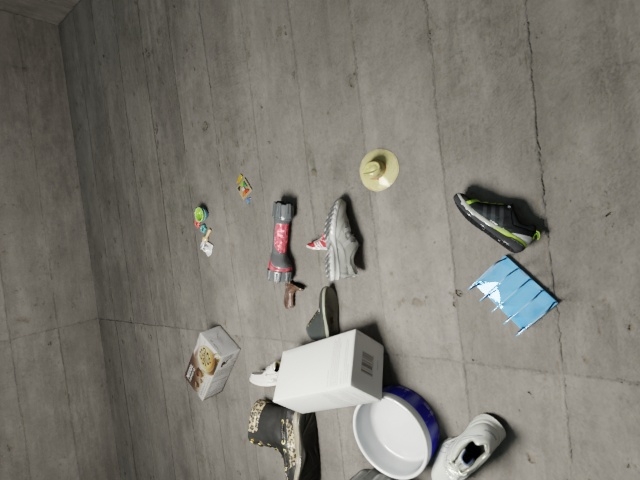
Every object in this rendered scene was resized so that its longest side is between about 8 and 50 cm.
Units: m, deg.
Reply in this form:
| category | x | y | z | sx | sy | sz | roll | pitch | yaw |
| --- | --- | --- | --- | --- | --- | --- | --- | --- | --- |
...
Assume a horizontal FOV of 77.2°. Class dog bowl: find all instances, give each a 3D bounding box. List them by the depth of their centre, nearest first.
| category | x | y | z | sx | sy | sz | roll | pitch | yaw |
| --- | --- | --- | --- | --- | --- | --- | --- | --- | --- |
| dog bowl | 0.240 | 0.609 | 1.290 | 0.265 | 0.104 | 0.264 | 5 | 99 | 38 |

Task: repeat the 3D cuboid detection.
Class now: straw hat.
| category | x | y | z | sx | sy | sz | roll | pitch | yaw |
| --- | --- | --- | --- | --- | --- | --- | --- | --- | --- |
| straw hat | 0.169 | -0.225 | 1.268 | 0.145 | 0.061 | 0.144 | 6 | 100 | 37 |

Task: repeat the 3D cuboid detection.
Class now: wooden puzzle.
| category | x | y | z | sx | sy | sz | roll | pitch | yaw |
| --- | --- | --- | --- | --- | --- | --- | --- | --- | --- |
| wooden puzzle | -0.325 | -0.218 | 1.693 | 0.116 | 0.014 | 0.078 | 52 | 124 | 21 |

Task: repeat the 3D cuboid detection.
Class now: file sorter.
| category | x | y | z | sx | sy | sz | roll | pitch | yaw |
| --- | --- | --- | --- | --- | --- | --- | --- | --- | --- |
| file sorter | 0.489 | 0.144 | 1.033 | 0.170 | 0.105 | 0.118 | 49 | 123 | 23 |

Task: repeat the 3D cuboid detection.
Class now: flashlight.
| category | x | y | z | sx | sy | sz | roll | pitch | yaw |
| --- | --- | --- | --- | --- | --- | --- | --- | --- | --- |
| flashlight | -0.145 | 0.007 | 1.526 | 0.103 | 0.103 | 0.303 | 8 | 101 | 11 |

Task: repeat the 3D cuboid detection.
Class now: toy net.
| category | x | y | z | sx | sy | sz | roll | pitch | yaw |
| --- | --- | --- | --- | --- | --- | --- | --- | --- | --- |
| toy net | -0.561 | -0.039 | 1.883 | 0.122 | 0.045 | 0.231 | -3 | 94 | 39 |

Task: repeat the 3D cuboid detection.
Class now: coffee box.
| category | x | y | z | sx | sy | sz | roll | pitch | yaw |
| --- | --- | --- | --- | --- | --- | --- | --- | --- | --- |
| coffee box | -0.509 | 0.573 | 1.873 | 0.168 | 0.119 | 0.297 | 40 | 118 | 27 |

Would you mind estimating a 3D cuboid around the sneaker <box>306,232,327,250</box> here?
| category | x | y | z | sx | sy | sz | roll | pitch | yaw |
| --- | --- | --- | --- | --- | --- | --- | --- | --- | --- |
| sneaker | 0.000 | 0.000 | 1.443 | 0.119 | 0.042 | 0.066 | 3 | 102 | 31 |

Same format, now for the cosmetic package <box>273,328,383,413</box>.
| category | x | y | z | sx | sy | sz | roll | pitch | yaw |
| --- | --- | --- | --- | --- | --- | --- | --- | --- | --- |
| cosmetic package | 0.022 | 0.453 | 1.363 | 0.366 | 0.155 | 0.196 | -28 | 38 | 39 |

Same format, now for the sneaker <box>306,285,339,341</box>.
| category | x | y | z | sx | sy | sz | roll | pitch | yaw |
| --- | --- | --- | --- | --- | --- | --- | --- | --- | --- |
| sneaker | -0.003 | 0.272 | 1.454 | 0.118 | 0.083 | 0.221 | 1 | 98 | 39 |

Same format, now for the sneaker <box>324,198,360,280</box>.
| category | x | y | z | sx | sy | sz | roll | pitch | yaw |
| --- | --- | --- | --- | --- | --- | --- | --- | --- | --- |
| sneaker | 0.077 | -0.002 | 1.360 | 0.105 | 0.116 | 0.280 | 150 | 123 | -75 |

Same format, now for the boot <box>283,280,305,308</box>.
| category | x | y | z | sx | sy | sz | roll | pitch | yaw |
| --- | --- | --- | --- | --- | --- | --- | --- | --- | --- |
| boot | -0.104 | 0.220 | 1.558 | 0.107 | 0.037 | 0.114 | 20 | 105 | 47 |

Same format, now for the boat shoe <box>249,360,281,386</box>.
| category | x | y | z | sx | sy | sz | roll | pitch | yaw |
| --- | --- | --- | --- | --- | --- | --- | --- | --- | --- |
| boat shoe | -0.173 | 0.532 | 1.620 | 0.277 | 0.098 | 0.096 | -9 | 90 | 30 |

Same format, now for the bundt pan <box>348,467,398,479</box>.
| category | x | y | z | sx | sy | sz | roll | pitch | yaw |
| --- | --- | --- | --- | --- | --- | --- | --- | --- | --- |
| bundt pan | 0.216 | 0.887 | 1.306 | 0.331 | 0.124 | 0.330 | 18 | 121 | 33 |

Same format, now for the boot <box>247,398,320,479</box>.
| category | x | y | z | sx | sy | sz | roll | pitch | yaw |
| --- | --- | --- | --- | --- | --- | --- | --- | --- | --- |
| boot | -0.153 | 0.834 | 1.610 | 0.285 | 0.138 | 0.376 | -2 | 91 | 38 |

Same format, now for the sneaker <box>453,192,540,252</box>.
| category | x | y | z | sx | sy | sz | roll | pitch | yaw |
| --- | --- | --- | --- | --- | --- | --- | --- | --- | --- |
| sneaker | 0.464 | -0.065 | 1.060 | 0.097 | 0.084 | 0.235 | -48 | 65 | 6 |

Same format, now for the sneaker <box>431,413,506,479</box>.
| category | x | y | z | sx | sy | sz | roll | pitch | yaw |
| --- | --- | --- | --- | --- | --- | --- | --- | --- | --- |
| sneaker | 0.400 | 0.619 | 1.148 | 0.111 | 0.129 | 0.296 | 39 | 119 | 26 |
